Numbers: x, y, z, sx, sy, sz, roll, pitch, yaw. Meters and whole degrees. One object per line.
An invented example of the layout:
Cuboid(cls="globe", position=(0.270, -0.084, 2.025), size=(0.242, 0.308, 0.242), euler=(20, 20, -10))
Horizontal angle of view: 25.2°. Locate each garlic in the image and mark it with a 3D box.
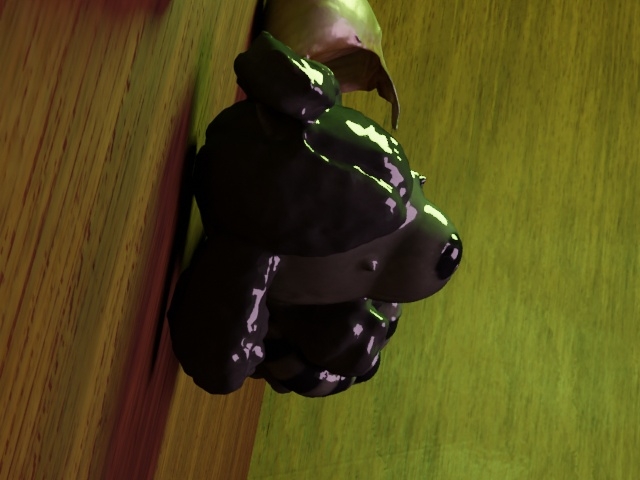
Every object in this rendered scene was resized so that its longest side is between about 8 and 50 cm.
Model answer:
Cuboid(cls="garlic", position=(0.003, -0.138, 1.001), size=(0.174, 0.099, 0.124), euler=(70, 15, -87))

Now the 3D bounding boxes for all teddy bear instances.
Cuboid(cls="teddy bear", position=(-0.005, 0.014, 0.766), size=(0.251, 0.144, 0.171), euler=(82, 33, -78))
